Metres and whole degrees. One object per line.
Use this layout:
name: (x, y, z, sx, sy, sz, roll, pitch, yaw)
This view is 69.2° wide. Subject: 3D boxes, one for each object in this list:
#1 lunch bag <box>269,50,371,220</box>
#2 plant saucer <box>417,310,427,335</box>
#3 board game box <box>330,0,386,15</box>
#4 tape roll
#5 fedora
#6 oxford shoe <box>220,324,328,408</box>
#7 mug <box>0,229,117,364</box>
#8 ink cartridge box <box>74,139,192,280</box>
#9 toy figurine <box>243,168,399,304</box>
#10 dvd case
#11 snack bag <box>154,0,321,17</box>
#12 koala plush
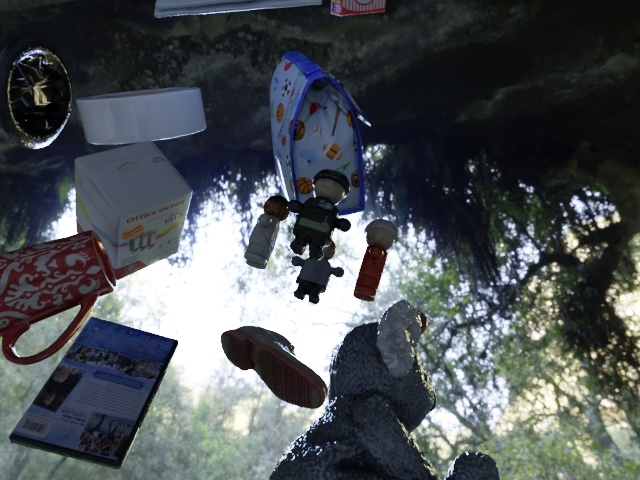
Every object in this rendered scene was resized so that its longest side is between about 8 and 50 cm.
lunch bag: (-0.015, -0.295, 1.264, 0.239, 0.327, 0.385, -14, -57, -10)
plant saucer: (0.171, 0.170, 0.917, 0.084, 0.083, 0.013, -17, -61, 15)
board game box: (0.096, -0.650, 1.110, 0.147, 0.045, 0.193, -22, -50, -30)
tape roll: (-0.427, -0.308, 1.125, 0.287, 0.286, 0.100, -6, -68, -1)
fedora: (-0.831, -0.412, 1.266, 0.153, 0.333, 0.333, 11, -36, -1)
oxford shoe: (-0.096, 0.284, 1.134, 0.130, 0.349, 0.122, -20, -58, -43)
mug: (-0.372, 0.072, 0.631, 0.170, 0.113, 0.150, -21, -74, -16)
ink cartridge box: (-0.309, -0.049, 0.759, 0.128, 0.127, 0.176, -29, -21, -40)
toy figurine: (0.000, 0.000, 0.773, 0.213, 0.148, 0.210, 37, -32, -31)
dvd case: (-0.386, 0.259, 0.828, 0.181, 0.252, 0.022, 16, -50, -3)
snack bag: (-0.149, -0.569, 0.906, 0.324, 0.342, 0.037, -4, -26, 5)
koala plush: (0.057, 0.183, 0.492, 0.204, 0.221, 0.196, 15, -32, -13)
